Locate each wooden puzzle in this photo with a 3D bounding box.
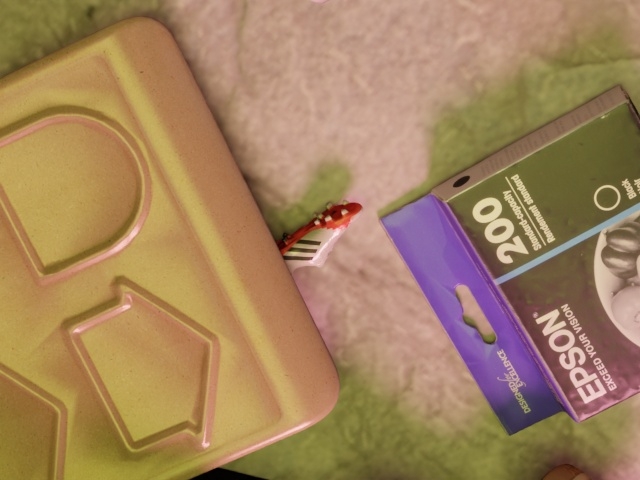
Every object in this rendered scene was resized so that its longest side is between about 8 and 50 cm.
[{"bbox_3d":[-0.203,0.045,1.428,0.348,0.080,0.322,-25,100,6],"label":"wooden puzzle"}]

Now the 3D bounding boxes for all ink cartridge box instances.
[{"bbox_3d":[0.180,0.026,1.424,0.208,0.045,0.206,-29,104,13],"label":"ink cartridge box"}]

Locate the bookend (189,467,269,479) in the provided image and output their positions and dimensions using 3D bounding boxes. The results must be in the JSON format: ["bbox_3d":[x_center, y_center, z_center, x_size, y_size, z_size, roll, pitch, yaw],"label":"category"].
[{"bbox_3d":[-0.058,0.239,1.448,0.157,0.156,0.072,14,108,-2],"label":"bookend"}]

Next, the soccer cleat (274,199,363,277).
[{"bbox_3d":[0.000,0.000,1.435,0.083,0.029,0.035,-31,112,15],"label":"soccer cleat"}]

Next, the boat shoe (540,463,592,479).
[{"bbox_3d":[0.155,0.343,1.449,0.123,0.123,0.342,26,91,20],"label":"boat shoe"}]

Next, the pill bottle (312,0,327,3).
[{"bbox_3d":[0.074,-0.334,1.230,0.361,0.204,0.204,-42,101,15],"label":"pill bottle"}]
